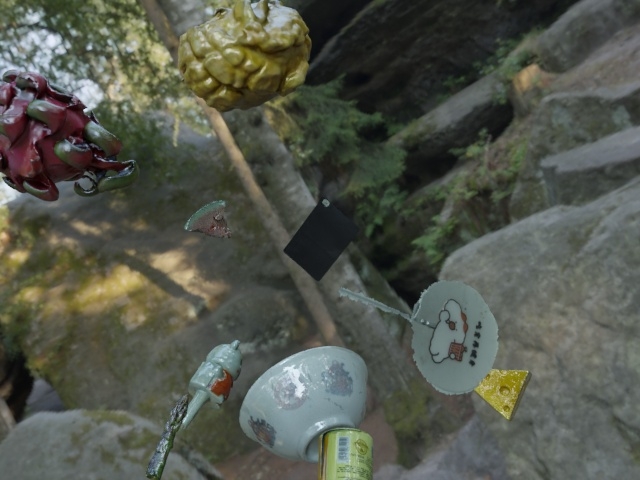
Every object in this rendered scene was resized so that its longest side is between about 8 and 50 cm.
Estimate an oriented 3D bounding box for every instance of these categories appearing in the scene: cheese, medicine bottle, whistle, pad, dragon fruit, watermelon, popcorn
[{"bbox_3d":[0.393,0.337,1.690,0.126,0.171,0.093,-67,-25,-5],"label":"cheese"},{"bbox_3d":[0.052,0.526,1.503,0.124,0.124,0.238,-31,40,37],"label":"medicine bottle"},{"bbox_3d":[-0.254,0.333,1.678,0.106,0.101,0.253,12,47,27],"label":"whistle"},{"bbox_3d":[0.000,0.000,1.645,0.193,0.116,0.004,-53,-7,33],"label":"pad"},{"bbox_3d":[-0.449,-0.163,1.152,0.273,0.218,0.198,23,23,34],"label":"dragon fruit"},{"bbox_3d":[-0.292,-0.054,1.880,0.155,0.080,0.101,-1,-52,-35],"label":"watermelon"},{"bbox_3d":[-0.129,-0.329,1.257,0.250,0.190,0.250,-22,20,8],"label":"popcorn"}]

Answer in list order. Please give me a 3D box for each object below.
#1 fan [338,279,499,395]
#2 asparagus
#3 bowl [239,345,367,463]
[{"bbox_3d":[0.166,0.133,1.148,0.009,0.329,0.190,-18,51,59],"label":"fan"},{"bbox_3d":[-0.281,0.363,1.325,0.036,0.030,0.165,-26,39,60],"label":"asparagus"},{"bbox_3d":[-0.013,0.547,2.174,0.435,0.196,0.434,-15,-48,-17],"label":"bowl"}]
